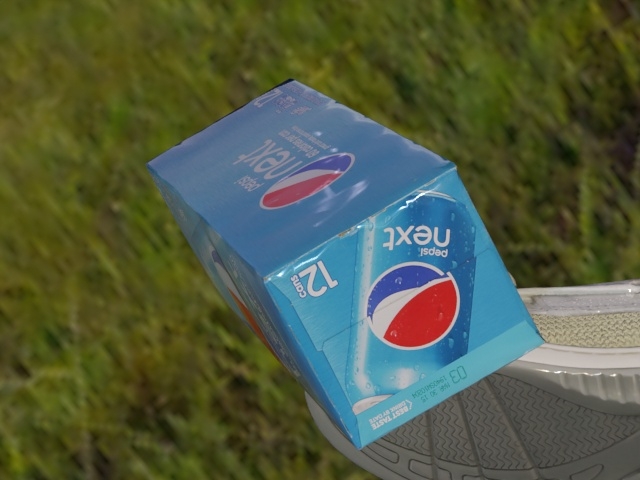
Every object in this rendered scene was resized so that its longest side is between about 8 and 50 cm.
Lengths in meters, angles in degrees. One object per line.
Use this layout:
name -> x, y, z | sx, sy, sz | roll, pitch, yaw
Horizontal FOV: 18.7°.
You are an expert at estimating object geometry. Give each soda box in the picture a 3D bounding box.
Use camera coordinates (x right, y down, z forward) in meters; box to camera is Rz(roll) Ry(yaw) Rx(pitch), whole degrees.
soda box -> 0.000, 0.000, 0.686 | 0.071, 0.067, 0.210 | -30, 17, -7

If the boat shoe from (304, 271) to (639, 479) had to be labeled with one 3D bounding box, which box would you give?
boat shoe -> 0.152, 0.068, 1.016 | 0.320, 0.118, 0.103 | -6, 36, 18
